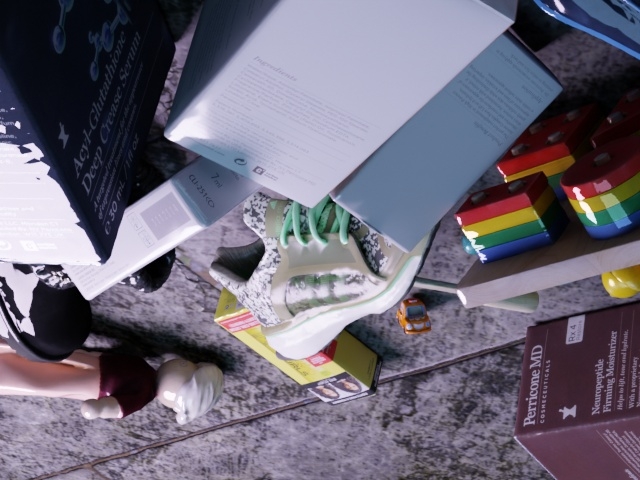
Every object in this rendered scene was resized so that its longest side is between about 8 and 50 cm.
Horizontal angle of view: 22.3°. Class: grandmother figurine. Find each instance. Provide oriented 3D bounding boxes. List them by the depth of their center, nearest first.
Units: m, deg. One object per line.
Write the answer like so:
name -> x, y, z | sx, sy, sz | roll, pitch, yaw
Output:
grandmother figurine -> -0.300, 0.187, 2.199 | 0.343, 0.208, 0.104 | 6, 117, -13

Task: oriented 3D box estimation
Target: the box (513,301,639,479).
box -> 0.369, 0.195, 1.971 | 0.203, 0.168, 0.167 | -15, 137, 33

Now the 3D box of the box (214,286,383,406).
box -> -0.026, 0.130, 2.106 | 0.087, 0.058, 0.232 | -19, 134, 38

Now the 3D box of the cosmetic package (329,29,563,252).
cosmetic package -> 0.114, -0.113, 1.597 | 0.231, 0.085, 0.117 | -45, 124, 12

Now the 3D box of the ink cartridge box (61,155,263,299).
ink cartridge box -> -0.113, -0.059, 1.715 | 0.066, 0.261, 0.296 | 56, 145, -5

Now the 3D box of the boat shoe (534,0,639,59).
boat shoe -> 0.320, -0.211, 1.481 | 0.258, 0.109, 0.089 | 15, 142, -7

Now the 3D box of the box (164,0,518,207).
box -> 0.024, -0.220, 1.469 | 0.168, 0.215, 0.345 | 26, 143, -18

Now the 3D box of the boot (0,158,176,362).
boot -> -0.289, 0.034, 1.994 | 0.260, 0.131, 0.348 | 0, 142, 19

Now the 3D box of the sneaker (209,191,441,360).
sneaker -> 0.000, 0.000, 1.844 | 0.182, 0.158, 0.410 | 32, 139, -16

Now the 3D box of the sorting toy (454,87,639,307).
sorting toy -> 0.271, -0.063, 1.591 | 0.255, 0.257, 0.089 | -18, 110, 41

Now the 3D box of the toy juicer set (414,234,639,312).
toy juicer set -> 0.276, 0.010, 1.832 | 0.329, 0.089, 0.209 | -15, 156, 36

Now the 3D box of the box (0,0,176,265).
box -> -0.316, -0.208, 1.527 | 0.212, 0.293, 0.395 | 1, 144, 16

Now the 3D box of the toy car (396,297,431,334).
toy car -> 0.078, 0.091, 2.024 | 0.122, 0.060, 0.040 | 0, 112, 7
